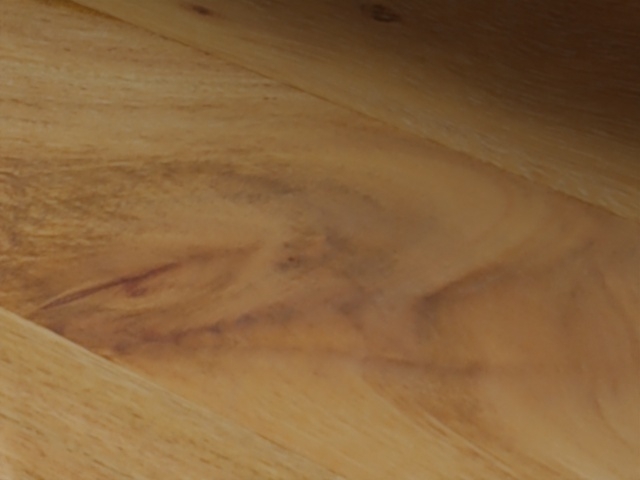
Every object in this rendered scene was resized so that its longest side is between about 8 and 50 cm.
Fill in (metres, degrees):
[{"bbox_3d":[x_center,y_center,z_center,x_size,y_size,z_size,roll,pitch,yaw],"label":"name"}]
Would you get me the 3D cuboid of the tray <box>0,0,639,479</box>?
[{"bbox_3d":[0.000,0.000,0.364,0.411,0.203,0.076,24,-7,28],"label":"tray"}]
